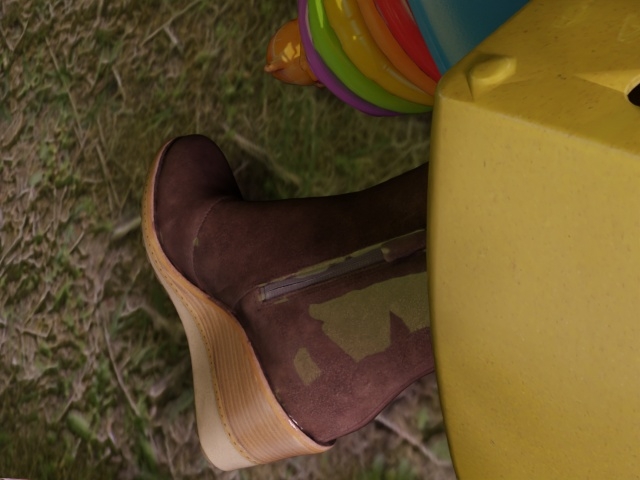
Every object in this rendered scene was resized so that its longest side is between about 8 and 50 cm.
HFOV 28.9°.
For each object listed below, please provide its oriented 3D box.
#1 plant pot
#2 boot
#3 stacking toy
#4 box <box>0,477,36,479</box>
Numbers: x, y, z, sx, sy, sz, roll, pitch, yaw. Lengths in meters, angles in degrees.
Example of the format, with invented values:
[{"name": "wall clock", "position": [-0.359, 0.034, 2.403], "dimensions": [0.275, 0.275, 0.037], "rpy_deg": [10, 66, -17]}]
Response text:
[{"name": "plant pot", "position": [0.157, -0.003, 0.409], "dimensions": [0.212, 0.187, 0.212], "rpy_deg": [-40, 38, -20]}, {"name": "boot", "position": [0.000, 0.000, 0.746], "dimensions": [0.207, 0.090, 0.248], "rpy_deg": [-31, 55, 24]}, {"name": "stacking toy", "position": [0.046, -0.128, 0.677], "dimensions": [0.302, 0.175, 0.165], "rpy_deg": [-15, 100, 61]}, {"name": "box", "position": [-0.236, 0.266, 0.874], "dimensions": [0.257, 0.123, 0.128], "rpy_deg": [-31, 58, 38]}]
